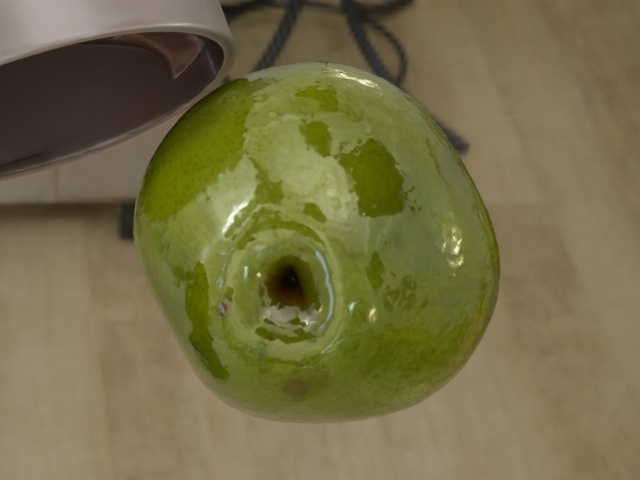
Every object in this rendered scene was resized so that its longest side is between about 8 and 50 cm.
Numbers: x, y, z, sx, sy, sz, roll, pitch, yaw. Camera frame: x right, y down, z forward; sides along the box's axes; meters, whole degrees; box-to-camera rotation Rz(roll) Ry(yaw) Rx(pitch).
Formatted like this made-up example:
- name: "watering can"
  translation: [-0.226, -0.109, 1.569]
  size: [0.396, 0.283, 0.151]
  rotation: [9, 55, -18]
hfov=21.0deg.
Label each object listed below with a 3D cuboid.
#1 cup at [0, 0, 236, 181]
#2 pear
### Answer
- name: "cup"
  translation: [-0.191, -0.142, 0.824]
  size: [0.253, 0.191, 0.200]
  rotation: [-17, 80, -19]
- name: "pear"
  translation: [0.000, 0.000, 0.854]
  size: [0.180, 0.166, 0.216]
  rotation: [46, 9, -3]
